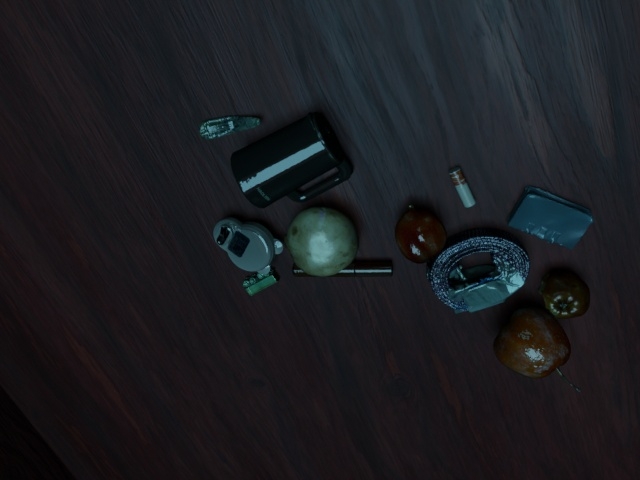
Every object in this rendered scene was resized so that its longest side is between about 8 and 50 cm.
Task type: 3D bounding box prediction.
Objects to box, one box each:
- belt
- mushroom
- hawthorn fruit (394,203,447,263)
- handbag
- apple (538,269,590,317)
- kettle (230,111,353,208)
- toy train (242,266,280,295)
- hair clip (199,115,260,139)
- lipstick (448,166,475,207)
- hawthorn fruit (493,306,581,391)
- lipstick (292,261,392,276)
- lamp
[{"bbox_3d":[0.518,0.095,1.709,0.325,0.122,0.260,-21,103,18],"label":"belt"},{"bbox_3d":[0.000,0.000,1.736,0.255,0.184,0.254,7,118,13],"label":"mushroom"},{"bbox_3d":[0.314,-0.026,1.669,0.169,0.169,0.188,-29,92,24],"label":"hawthorn fruit"},{"bbox_3d":[0.714,-0.068,1.620,0.221,0.057,0.144,22,123,1],"label":"handbag"},{"bbox_3d":[0.789,0.178,1.668,0.147,0.158,0.155,-14,108,17],"label":"apple"},{"bbox_3d":[-0.084,-0.229,1.633,0.308,0.203,0.262,-24,107,19],"label":"kettle"},{"bbox_3d":[-0.224,0.150,1.945,0.148,0.038,0.071,-29,110,23],"label":"toy train"},{"bbox_3d":[-0.294,-0.374,1.694,0.229,0.036,0.065,-5,111,22],"label":"hair clip"},{"bbox_3d":[0.446,-0.168,1.634,0.038,0.038,0.130,-22,110,22],"label":"lipstick"},{"bbox_3d":[0.702,0.336,1.706,0.235,0.263,0.231,17,88,-39],"label":"hawthorn fruit"},{"bbox_3d":[0.076,0.102,1.843,0.357,0.057,0.057,-2,116,13],"label":"lipstick"},{"bbox_3d":[-0.261,0.006,1.840,0.246,0.108,0.179,32,114,-3],"label":"lamp"}]
